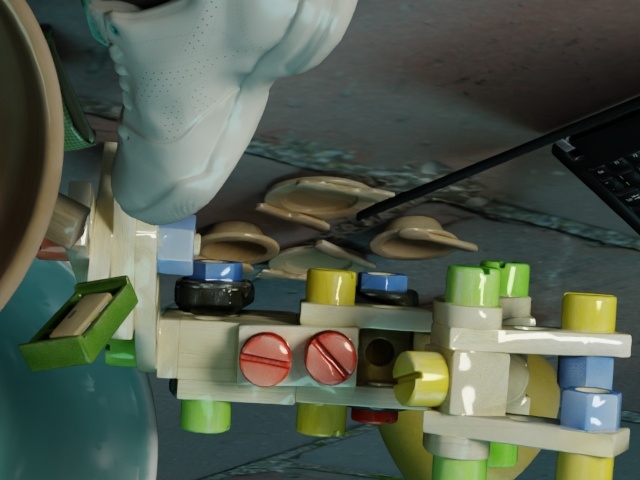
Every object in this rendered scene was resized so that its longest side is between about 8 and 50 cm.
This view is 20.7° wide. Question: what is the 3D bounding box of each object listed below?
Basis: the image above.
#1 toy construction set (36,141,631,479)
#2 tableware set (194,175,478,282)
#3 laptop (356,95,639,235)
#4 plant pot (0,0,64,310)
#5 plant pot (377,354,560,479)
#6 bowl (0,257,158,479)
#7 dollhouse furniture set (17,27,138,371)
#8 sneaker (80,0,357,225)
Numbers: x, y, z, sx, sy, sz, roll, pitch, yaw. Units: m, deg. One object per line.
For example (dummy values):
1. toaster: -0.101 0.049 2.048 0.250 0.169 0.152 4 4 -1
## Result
1. toy construction set: -0.002 0.056 0.966 0.328 0.151 0.215 18 -177 -3
2. tableware set: 0.000 0.000 1.063 0.141 0.020 0.169 15 155 -38
3. laptop: 0.202 -0.015 0.835 0.264 0.136 0.234 40 143 -24
4. plant pot: -0.232 -0.048 0.710 0.237 0.237 0.110 12 -161 -32
5. plant pot: 0.088 0.106 1.238 0.134 0.134 0.095 -17 131 39
6. bowl: -0.272 0.124 1.060 0.312 0.311 0.163 10 -179 -28
7. dollhouse furniture set: -0.142 -0.017 0.826 0.076 0.058 0.151 -9 115 27
8. sneaker: -0.065 -0.082 0.759 0.094 0.080 0.212 16 145 -20
